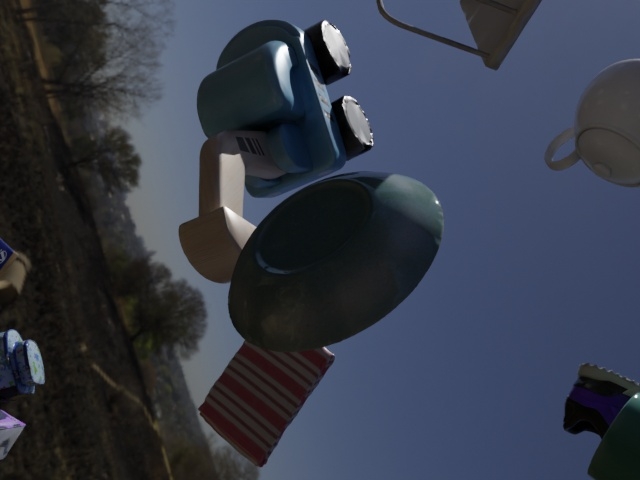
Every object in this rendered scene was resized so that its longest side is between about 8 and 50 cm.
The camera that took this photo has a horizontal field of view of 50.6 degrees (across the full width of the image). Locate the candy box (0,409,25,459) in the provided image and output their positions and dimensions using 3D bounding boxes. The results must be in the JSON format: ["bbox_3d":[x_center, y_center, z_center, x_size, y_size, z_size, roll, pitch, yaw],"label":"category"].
[{"bbox_3d":[-0.597,0.277,1.075,0.196,0.070,0.165,31,-13,2],"label":"candy box"}]

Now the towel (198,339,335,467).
[{"bbox_3d":[-0.082,0.218,1.015,0.144,0.197,0.029,31,-8,33],"label":"towel"}]

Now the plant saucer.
[{"bbox_3d":[0.000,0.000,0.541,0.037,0.195,0.195,56,-3,-34],"label":"plant saucer"}]

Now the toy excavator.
[{"bbox_3d":[-0.100,-0.159,1.071,0.445,0.222,0.432,-5,76,-62],"label":"toy excavator"}]

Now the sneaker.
[{"bbox_3d":[0.513,0.313,1.043,0.293,0.146,0.102,20,-21,42],"label":"sneaker"}]

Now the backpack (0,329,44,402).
[{"bbox_3d":[-0.521,0.209,1.147,0.105,0.084,0.114,119,-49,-75],"label":"backpack"}]

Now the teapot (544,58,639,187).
[{"bbox_3d":[0.550,-0.184,1.216,0.252,0.187,0.256,39,-12,23],"label":"teapot"}]

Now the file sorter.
[{"bbox_3d":[0.200,-0.398,0.832,0.192,0.173,0.277,-93,-155,-46],"label":"file sorter"}]

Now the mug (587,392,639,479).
[{"bbox_3d":[0.427,0.265,0.866,0.097,0.129,0.157,32,-73,34],"label":"mug"}]

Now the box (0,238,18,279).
[{"bbox_3d":[-0.333,0.017,0.527,0.037,0.136,0.225,23,-22,12],"label":"box"}]
